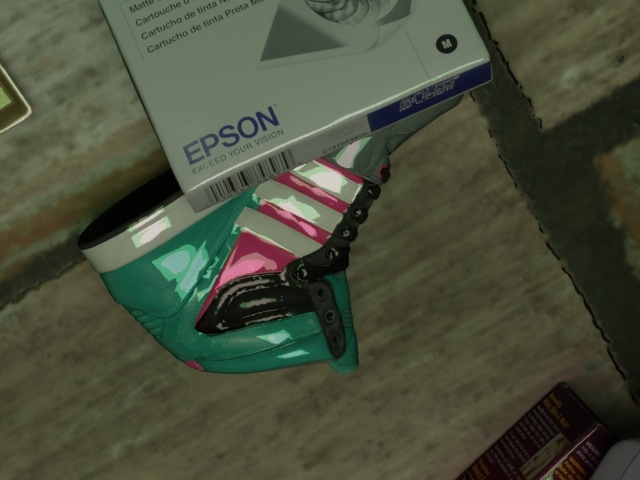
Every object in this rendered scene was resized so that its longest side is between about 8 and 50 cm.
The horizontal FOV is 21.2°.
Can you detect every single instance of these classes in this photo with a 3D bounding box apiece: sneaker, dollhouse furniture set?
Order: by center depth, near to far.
[{"bbox_3d":[-0.225,-0.134,1.170,0.091,0.081,0.114,-33,103,0],"label":"dollhouse furniture set"},{"bbox_3d":[0.000,0.000,1.205,0.296,0.124,0.178,-30,106,-4],"label":"sneaker"}]

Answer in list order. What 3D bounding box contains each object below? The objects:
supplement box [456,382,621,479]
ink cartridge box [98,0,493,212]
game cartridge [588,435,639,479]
[{"bbox_3d":[0.150,0.208,1.273,0.188,0.104,0.081,-43,104,3],"label":"supplement box"},{"bbox_3d":[-0.029,-0.161,1.149,0.223,0.045,0.224,-25,69,-2],"label":"ink cartridge box"},{"bbox_3d":[0.246,0.257,1.246,0.198,0.062,0.297,-2,123,-26],"label":"game cartridge"}]
